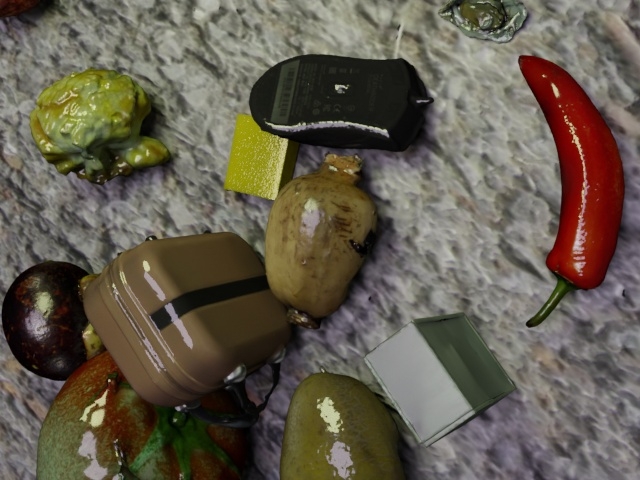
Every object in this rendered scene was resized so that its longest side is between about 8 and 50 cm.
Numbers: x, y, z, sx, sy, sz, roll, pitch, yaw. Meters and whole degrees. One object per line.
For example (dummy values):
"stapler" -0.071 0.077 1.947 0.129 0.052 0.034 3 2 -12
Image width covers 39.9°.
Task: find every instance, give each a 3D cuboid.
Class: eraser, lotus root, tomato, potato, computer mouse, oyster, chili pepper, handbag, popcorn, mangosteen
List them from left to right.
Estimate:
"mangosteen" -0.387 0.117 1.397 0.217 0.192 0.192 -22 79 7
"popcorn" -0.345 -0.174 1.397 0.212 0.198 0.198 42 107 -15
"tomato" -0.267 0.308 1.295 0.239 0.303 0.304 -38 73 34
"handbag" -0.157 0.129 1.232 0.149 0.302 0.283 -33 81 19
"eraser" -0.087 -0.126 1.345 0.097 0.045 0.122 12 93 23
"lotus root" 0.000 0.000 1.252 0.154 0.140 0.257 15 100 30
"potato" 0.025 0.296 1.220 0.174 0.159 0.251 -8 75 -1
"computer mouse" 0.034 -0.192 1.272 0.264 0.088 0.147 5 66 17
"oyster" 0.229 -0.316 1.228 0.100 0.037 0.098 45 125 -2
"chili pepper" 0.329 -0.072 1.151 0.137 0.091 0.369 -7 77 42

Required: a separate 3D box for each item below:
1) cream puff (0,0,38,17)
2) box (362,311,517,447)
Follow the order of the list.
"cream puff" -0.535 -0.497 1.496 0.240 0.164 0.240 -4 84 38
"box" 0.158 0.172 1.127 0.086 0.225 0.129 -39 73 17
